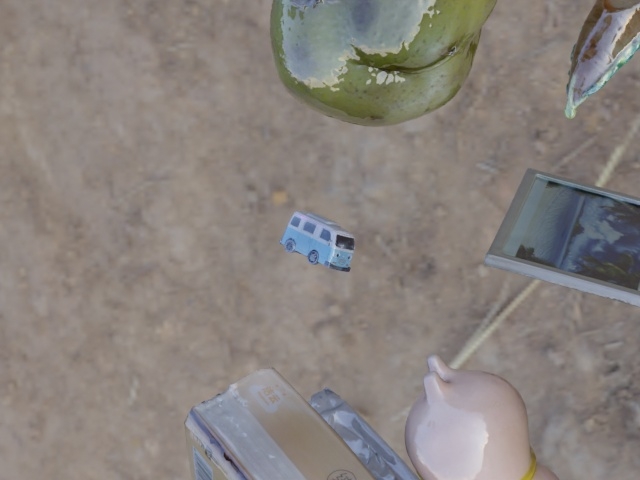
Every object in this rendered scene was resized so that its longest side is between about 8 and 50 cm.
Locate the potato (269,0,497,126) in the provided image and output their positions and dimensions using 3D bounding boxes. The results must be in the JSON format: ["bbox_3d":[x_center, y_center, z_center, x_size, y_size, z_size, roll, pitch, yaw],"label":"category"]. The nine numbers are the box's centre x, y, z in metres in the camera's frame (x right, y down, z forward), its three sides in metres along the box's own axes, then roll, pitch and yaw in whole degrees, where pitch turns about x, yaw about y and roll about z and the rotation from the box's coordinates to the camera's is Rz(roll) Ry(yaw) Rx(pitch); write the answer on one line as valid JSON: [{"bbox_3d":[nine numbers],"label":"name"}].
[{"bbox_3d":[0.074,-0.265,1.392,0.351,0.218,0.202,111,178,-47],"label":"potato"}]

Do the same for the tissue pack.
[{"bbox_3d":[0.006,0.317,1.667,0.305,0.239,0.238,44,126,39],"label":"tissue pack"}]

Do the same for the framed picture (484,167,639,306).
[{"bbox_3d":[0.359,-0.006,1.838,0.232,0.315,0.024,16,116,11],"label":"framed picture"}]

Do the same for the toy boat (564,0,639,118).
[{"bbox_3d":[0.400,-0.288,1.784,0.108,0.293,0.099,33,164,38],"label":"toy boat"}]

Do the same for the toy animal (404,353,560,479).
[{"bbox_3d":[0.165,0.230,1.416,0.149,0.165,0.248,-26,107,29],"label":"toy animal"}]

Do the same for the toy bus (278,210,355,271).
[{"bbox_3d":[0.000,0.000,2.234,0.123,0.060,0.074,26,98,42],"label":"toy bus"}]
